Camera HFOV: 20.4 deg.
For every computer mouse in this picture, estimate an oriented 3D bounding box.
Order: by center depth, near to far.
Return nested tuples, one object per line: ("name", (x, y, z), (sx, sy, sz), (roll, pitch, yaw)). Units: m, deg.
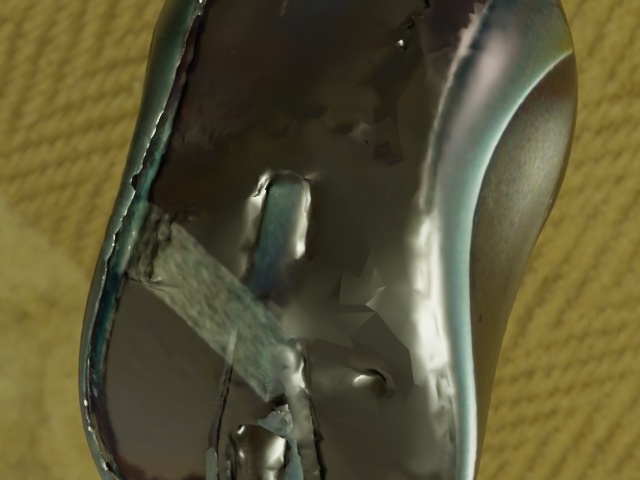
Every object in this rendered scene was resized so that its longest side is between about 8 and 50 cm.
("computer mouse", (0.000, 0.000, 0.551), (0.137, 0.096, 0.233), (8, 94, 19))
